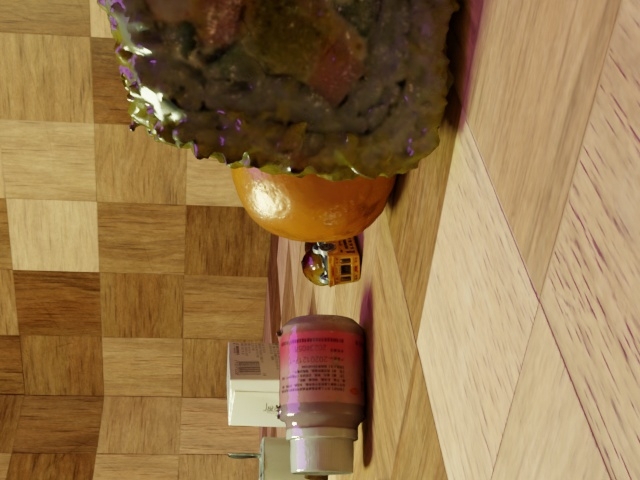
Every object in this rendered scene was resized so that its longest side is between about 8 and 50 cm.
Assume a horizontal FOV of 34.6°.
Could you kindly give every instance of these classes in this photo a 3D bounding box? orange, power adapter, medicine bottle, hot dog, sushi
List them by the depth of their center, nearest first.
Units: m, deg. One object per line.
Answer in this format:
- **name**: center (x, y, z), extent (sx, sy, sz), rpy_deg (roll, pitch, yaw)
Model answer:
- **sushi**: center (-0.044, -0.258, 1.157), extent (0.240, 0.396, 0.351), rpy_deg (-101, 20, -75)
- **orange**: center (-0.008, -0.126, 1.460), extent (0.261, 0.261, 0.261), rpy_deg (-178, 90, -83)
- **medicine bottle**: center (0.002, 0.250, 1.655), extent (0.147, 0.147, 0.247), rpy_deg (114, 157, -73)
- **hot dog**: center (0.000, 0.000, 2.013), extent (0.270, 0.081, 0.163), rpy_deg (-124, 37, -80)
- **power adapter**: center (-0.096, 0.485, 2.169), extent (0.125, 0.204, 0.130), rpy_deg (107, 166, -66)

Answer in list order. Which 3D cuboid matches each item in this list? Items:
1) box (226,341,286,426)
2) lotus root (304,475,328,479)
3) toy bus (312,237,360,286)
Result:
- **box**: center (-0.109, 0.322, 2.324), extent (0.274, 0.203, 0.116), rpy_deg (-119, 32, -76)
- **lotus root**: center (0.005, 0.281, 1.859), extent (0.261, 0.074, 0.170), rpy_deg (-95, 22, -52)
- **toy bus**: center (0.026, 0.013, 1.807), extent (0.162, 0.074, 0.070), rpy_deg (-105, 10, -61)
